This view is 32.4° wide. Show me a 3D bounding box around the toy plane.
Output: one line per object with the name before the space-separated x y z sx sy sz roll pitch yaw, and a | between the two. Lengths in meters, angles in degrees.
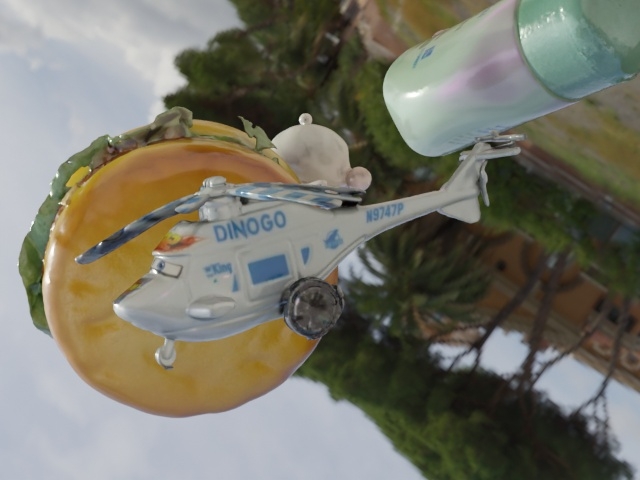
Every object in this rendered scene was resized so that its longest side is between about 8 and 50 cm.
toy plane | -0.004 -0.001 0.707 0.273 0.107 0.182 -18 -169 -42

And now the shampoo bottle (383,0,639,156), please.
shampoo bottle | 0.245 -0.219 1.315 0.221 0.349 0.151 -29 -84 -39

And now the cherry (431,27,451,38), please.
cherry | 0.228 -0.279 1.756 0.126 0.106 0.087 22 -160 0

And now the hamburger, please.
hamburger | -0.110 0.010 0.873 0.246 0.246 0.170 26 -167 -21

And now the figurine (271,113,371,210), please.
figurine | -0.033 -0.087 1.633 0.144 0.182 0.257 43 -153 -27
